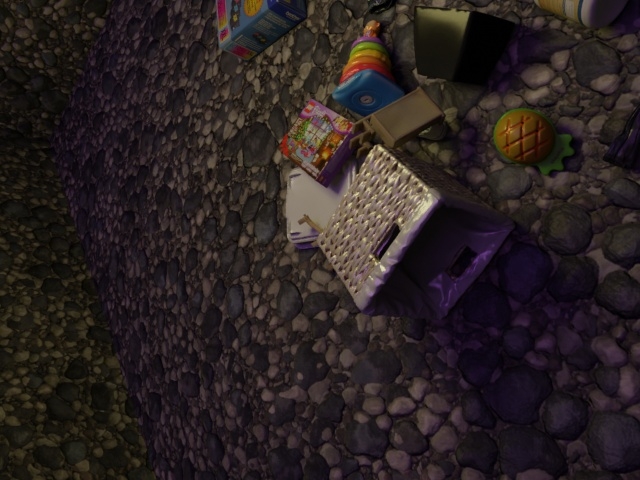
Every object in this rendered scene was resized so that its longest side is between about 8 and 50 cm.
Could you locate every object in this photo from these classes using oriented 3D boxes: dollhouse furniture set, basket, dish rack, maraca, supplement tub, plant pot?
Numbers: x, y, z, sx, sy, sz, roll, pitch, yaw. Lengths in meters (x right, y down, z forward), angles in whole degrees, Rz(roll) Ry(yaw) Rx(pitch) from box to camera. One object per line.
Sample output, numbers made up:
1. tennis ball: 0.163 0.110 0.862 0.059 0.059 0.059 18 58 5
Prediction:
1. dollhouse furniture set: 0.211 -0.267 1.561 0.212 0.161 0.242 54 163 17
2. basket: 0.219 -0.012 1.425 0.266 0.331 0.328 50 117 39
3. dish rack: 0.004 -0.126 1.835 0.333 0.072 0.285 -9 78 44
4. maraca: 0.493 -0.230 1.357 0.185 0.099 0.127 34 118 16
5. supplement tub: 0.568 -0.571 1.298 0.200 0.144 0.144 45 115 38
6. plant pot: 0.348 -0.492 1.489 0.187 0.188 0.167 28 116 43

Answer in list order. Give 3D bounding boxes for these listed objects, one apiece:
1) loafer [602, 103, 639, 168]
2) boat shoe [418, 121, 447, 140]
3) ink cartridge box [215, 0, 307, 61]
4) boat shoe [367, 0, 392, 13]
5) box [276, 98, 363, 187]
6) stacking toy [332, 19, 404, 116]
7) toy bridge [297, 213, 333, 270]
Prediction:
1. loafer: 0.665 -0.230 1.220 0.061 0.062 0.170 34 112 19
2. boat shoe: 0.246 -0.334 1.623 0.226 0.076 0.083 20 98 44
3. ink cartridge box: -0.201 -0.872 2.099 0.395 0.151 0.270 -21 69 39
4. boat shoe: 0.210 -0.748 1.738 0.183 0.065 0.083 -18 72 49
5. box: -0.006 -0.308 1.815 0.201 0.057 0.293 -54 39 6
6. stacking toy: 0.145 -0.536 1.726 0.175 0.166 0.302 -22 54 47
7. toy bridge: 0.000 0.000 1.779 0.063 0.026 0.188 -28 96 45
